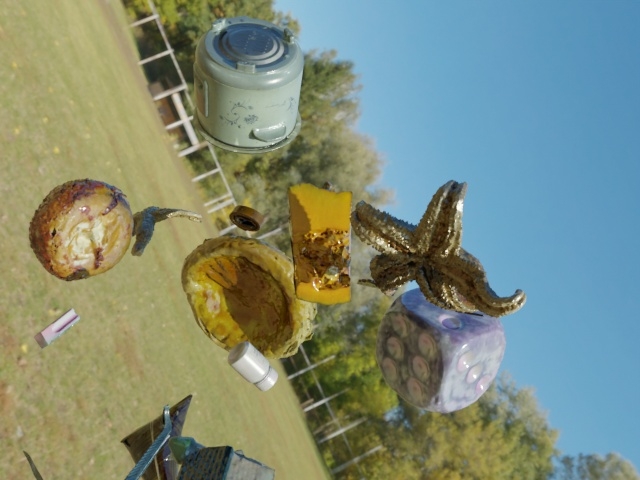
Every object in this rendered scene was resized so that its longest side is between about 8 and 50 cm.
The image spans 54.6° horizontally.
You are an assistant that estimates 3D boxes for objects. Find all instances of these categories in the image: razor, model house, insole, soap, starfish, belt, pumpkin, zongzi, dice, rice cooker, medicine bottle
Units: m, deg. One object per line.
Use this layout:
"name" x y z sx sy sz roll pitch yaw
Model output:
"razor" -0.313 0.389 1.135 0.190 0.033 0.066 -65 174 -60
"model house" -0.285 0.616 1.420 0.284 0.243 0.298 34 26 -12
"insole" -0.696 0.559 1.509 0.135 0.002 0.045 36 -23 38
"soap" -0.939 0.314 2.202 0.100 0.149 0.056 -30 -78 42
"starfish" -0.526 -0.043 1.880 0.375 0.326 0.095 -92 165 -63
"belt" -0.178 -0.053 1.510 0.083 0.036 0.059 20 -40 12
"pumpkin" 0.000 -0.006 1.211 0.126 0.130 0.248 -83 175 -69
"zongzi" -0.427 0.616 1.811 0.248 0.241 0.111 54 -1 23
"dice" 0.338 0.301 1.761 0.270 0.271 0.270 34 -56 43
"starfish" 0.185 0.037 0.977 0.312 0.113 0.303 10 -35 47
"rice cooker" -0.172 -0.353 1.471 0.317 0.264 0.317 46 -33 42
"medicine bottle" -0.120 0.225 1.108 0.089 0.052 0.052 48 -1 -22

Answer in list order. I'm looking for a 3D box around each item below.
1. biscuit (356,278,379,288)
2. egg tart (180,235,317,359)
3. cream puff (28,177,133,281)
"biscuit" 0.148 0.129 1.868 0.092 0.016 0.082 5 -16 45
"egg tart" -0.175 0.136 1.608 0.388 0.387 0.169 69 28 -24
"cream puff" -0.530 -0.030 1.377 0.164 0.240 0.240 30 -31 41
